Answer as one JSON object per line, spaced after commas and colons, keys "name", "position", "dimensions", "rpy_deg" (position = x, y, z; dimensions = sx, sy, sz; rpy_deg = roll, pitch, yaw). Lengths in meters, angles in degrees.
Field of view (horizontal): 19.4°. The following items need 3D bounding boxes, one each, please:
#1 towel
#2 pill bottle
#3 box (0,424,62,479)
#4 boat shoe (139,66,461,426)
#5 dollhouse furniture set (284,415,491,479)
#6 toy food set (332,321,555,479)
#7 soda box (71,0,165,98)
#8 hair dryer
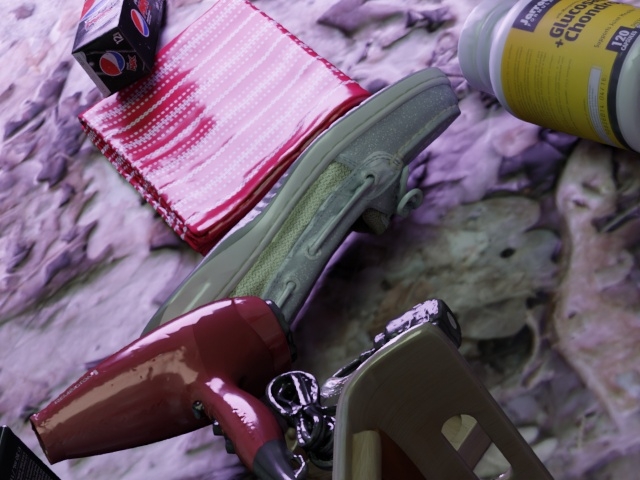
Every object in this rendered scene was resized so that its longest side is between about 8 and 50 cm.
{"name": "towel", "position": [-0.089, -0.111, 1.636], "dimensions": [0.199, 0.031, 0.275], "rpy_deg": [-41, 40, -6]}
{"name": "pill bottle", "position": [0.192, -0.130, 1.390], "dimensions": [0.184, 0.103, 0.103], "rpy_deg": [20, 66, 45]}
{"name": "box", "position": [-0.221, 0.285, 1.232], "dimensions": [0.103, 0.184, 0.261], "rpy_deg": [-16, 44, 26]}
{"name": "boat shoe", "position": [-0.001, 0.000, 1.418], "dimensions": [0.320, 0.103, 0.118], "rpy_deg": [-46, -5, -14]}
{"name": "dollhouse furniture set", "position": [0.022, 0.137, 1.242], "dimensions": [0.144, 0.123, 0.151], "rpy_deg": [19, 65, 45]}
{"name": "toy food set", "position": [0.096, 0.226, 1.028], "dimensions": [0.092, 0.219, 0.306], "rpy_deg": [-19, 43, 21]}
{"name": "soda box", "position": [-0.187, -0.204, 1.748], "dimensions": [0.053, 0.060, 0.169], "rpy_deg": [-28, 28, 17]}
{"name": "hair dryer", "position": [-0.062, 0.099, 1.246], "dimensions": [0.294, 0.080, 0.223], "rpy_deg": [-12, 16, 23]}
